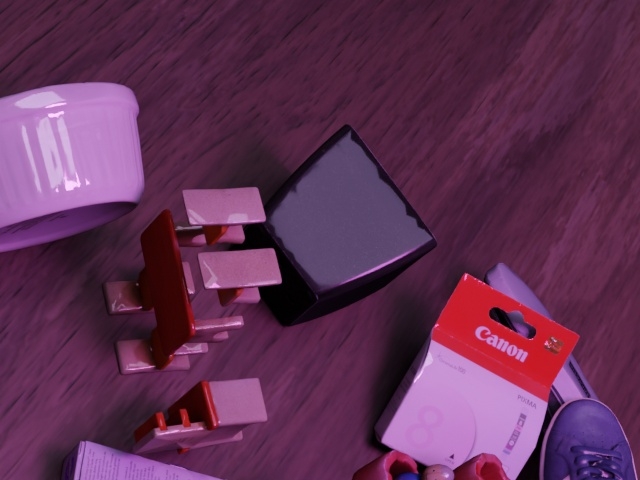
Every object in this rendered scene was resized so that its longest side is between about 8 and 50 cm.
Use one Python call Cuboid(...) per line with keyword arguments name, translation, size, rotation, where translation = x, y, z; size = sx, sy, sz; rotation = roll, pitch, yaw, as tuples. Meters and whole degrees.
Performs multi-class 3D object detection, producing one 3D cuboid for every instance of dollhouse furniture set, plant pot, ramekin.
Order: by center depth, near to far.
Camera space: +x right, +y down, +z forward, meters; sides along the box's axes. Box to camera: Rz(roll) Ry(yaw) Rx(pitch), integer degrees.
Cuboid(name="ramekin", translation=(-0.318, -0.072, 1.645), size=(0.272, 0.273, 0.127), rotation=(-13, 84, -37))
Cuboid(name="dollhouse furniture set", translation=(-0.158, 0.096, 1.648), size=(0.135, 0.262, 0.259), rotation=(-2, 67, -31))
Cuboid(name="plant pot", translation=(0.000, 0.000, 1.861), size=(0.167, 0.188, 0.187), rotation=(-35, 86, -29))

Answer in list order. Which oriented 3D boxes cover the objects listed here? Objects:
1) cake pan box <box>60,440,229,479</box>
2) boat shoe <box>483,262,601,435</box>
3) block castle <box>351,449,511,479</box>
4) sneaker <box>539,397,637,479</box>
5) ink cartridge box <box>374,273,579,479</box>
Cuboid(name="cake pan box", translation=(-0.174, 0.364, 1.612), size=(0.245, 0.070, 0.267), rotation=(20, 56, -25))
Cuboid(name="boat shoe", translation=(0.285, 0.179, 1.984), size=(0.306, 0.105, 0.113), rotation=(57, 19, -5))
Cuboid(name="block castle", translation=(0.164, 0.459, 1.611), size=(0.303, 0.212, 0.453), rotation=(13, 55, -56))
Cuboid(name="sneaker", translation=(0.342, 0.337, 1.791), size=(0.131, 0.148, 0.350), rotation=(4, 60, -6))
Cuboid(name="ink cartridge box", translation=(0.202, 0.187, 1.872), size=(0.189, 0.232, 0.066), rotation=(28, 9, -16))
